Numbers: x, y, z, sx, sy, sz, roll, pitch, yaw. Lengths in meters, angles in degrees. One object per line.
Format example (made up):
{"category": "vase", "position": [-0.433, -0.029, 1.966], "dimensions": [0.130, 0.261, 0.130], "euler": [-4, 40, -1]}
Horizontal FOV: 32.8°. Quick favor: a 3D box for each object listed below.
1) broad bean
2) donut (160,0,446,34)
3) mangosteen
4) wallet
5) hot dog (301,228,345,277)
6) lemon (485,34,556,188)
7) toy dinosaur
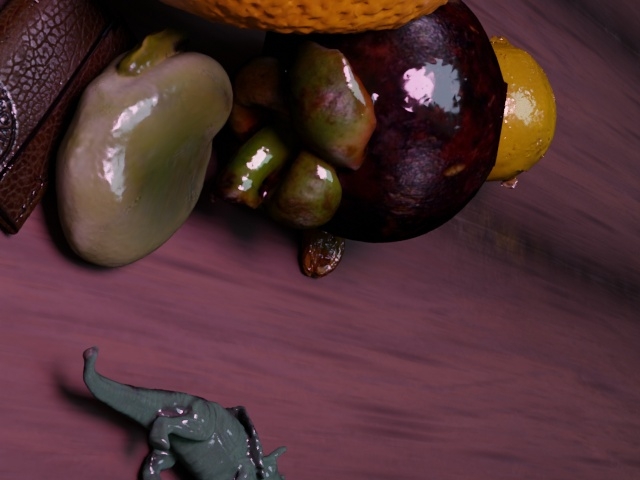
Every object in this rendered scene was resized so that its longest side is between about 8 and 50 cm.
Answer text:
{"category": "broad bean", "position": [-0.160, -0.086, 0.981], "dimensions": [0.169, 0.100, 0.228], "euler": [21, 78, -59]}
{"category": "donut", "position": [-0.054, -0.334, 1.001], "dimensions": [0.378, 0.435, 0.163], "euler": [-15, 137, -27]}
{"category": "mangosteen", "position": [0.044, -0.132, 1.128], "dimensions": [0.311, 0.311, 0.311], "euler": [17, 68, -48]}
{"category": "wallet", "position": [-0.247, -0.136, 0.951], "dimensions": [0.133, 0.039, 0.243], "euler": [54, 46, -33]}
{"category": "hot dog", "position": [0.000, 0.000, 1.229], "dimensions": [0.058, 0.035, 0.083], "euler": [27, 60, -49]}
{"category": "lemon", "position": [0.226, -0.174, 1.448], "dimensions": [0.173, 0.173, 0.206], "euler": [14, 72, -49]}
{"category": "toy dinosaur", "position": [-0.125, 0.193, 0.992], "dimensions": [0.292, 0.079, 0.120], "euler": [29, 54, -47]}
